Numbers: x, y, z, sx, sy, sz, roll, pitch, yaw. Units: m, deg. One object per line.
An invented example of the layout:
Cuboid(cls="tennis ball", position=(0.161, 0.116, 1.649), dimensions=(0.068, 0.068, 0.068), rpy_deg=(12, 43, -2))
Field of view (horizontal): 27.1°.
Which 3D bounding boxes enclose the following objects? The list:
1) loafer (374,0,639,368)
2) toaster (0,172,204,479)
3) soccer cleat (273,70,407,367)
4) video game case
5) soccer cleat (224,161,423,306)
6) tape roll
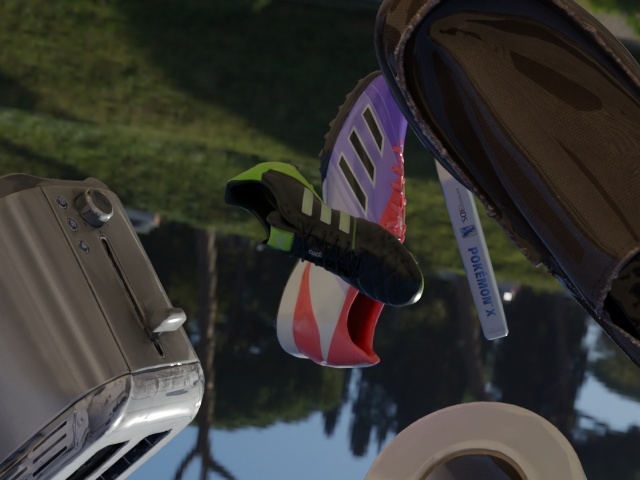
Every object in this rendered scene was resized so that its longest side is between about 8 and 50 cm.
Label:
Cuboid(cls="loafer", position=(0.180, -0.027, 0.791), dimensions=(0.366, 0.134, 0.130), rpy_deg=(44, -171, -6))
Cuboid(cls="toaster", position=(-0.173, 0.079, 0.728), dimensions=(0.146, 0.227, 0.129), rpy_deg=(56, -160, 16))
Cuboid(cls="soccer cleat", position=(0.052, -0.021, 1.394), dimensions=(0.116, 0.318, 0.108), rpy_deg=(14, 174, 37))
Cuboid(cls="video game case", position=(0.185, -0.081, 1.800), dimensions=(0.036, 0.300, 0.329), rpy_deg=(-15, -138, 8))
Cuboid(cls="soccer cleat", position=(0.000, 0.000, 1.019), dimensions=(0.179, 0.060, 0.072), rpy_deg=(36, -142, 28))
Cuboid(cls="tape roll", position=(0.177, 0.317, 1.405), dimensions=(0.246, 0.246, 0.169), rpy_deg=(13, 148, 34))
